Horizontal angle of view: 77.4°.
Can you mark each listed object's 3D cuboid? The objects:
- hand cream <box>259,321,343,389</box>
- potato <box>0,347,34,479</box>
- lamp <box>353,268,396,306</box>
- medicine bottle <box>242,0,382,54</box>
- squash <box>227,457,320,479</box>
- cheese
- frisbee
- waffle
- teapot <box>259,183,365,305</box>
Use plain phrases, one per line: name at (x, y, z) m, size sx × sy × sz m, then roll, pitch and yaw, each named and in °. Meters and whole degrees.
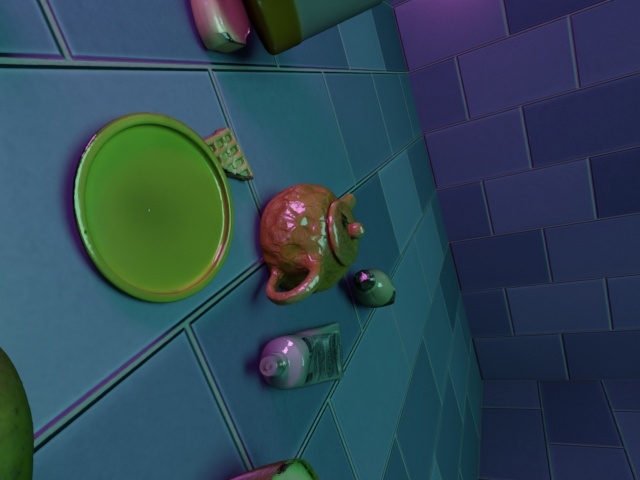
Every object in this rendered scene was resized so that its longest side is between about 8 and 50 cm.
hand cream at (-0.018, 0.216, 0.746) m, size 0.341 × 0.078 × 0.124 m, roll 28°, pitch 55°, yaw -67°
potato at (-0.257, 0.161, 0.236) m, size 0.149 × 0.113 × 0.251 m, roll 5°, pitch 69°, yaw -59°
lamp at (0.141, 0.128, 1.031) m, size 0.250 × 0.101 × 0.101 m, roll 44°, pitch 43°, yaw -61°
medicine bottle at (-0.034, -0.479, 0.678) m, size 0.238 × 0.232 × 0.237 m, roll 154°, pitch -90°, yaw -89°
squash at (-0.069, 0.368, 0.508) m, size 0.170 × 0.123 × 0.170 m, roll 33°, pitch 52°, yaw -54°
cheese at (-0.183, -0.443, 0.660) m, size 0.127 × 0.050 × 0.255 m, roll -35°, pitch 111°, yaw -61°
frisbee at (-0.194, -0.040, 0.503) m, size 0.236 × 0.017 × 0.235 m, roll 8°, pitch 81°, yaw -60°
waffle at (-0.161, -0.113, 0.612) m, size 0.097 × 0.023 × 0.152 m, roll 67°, pitch 28°, yaw -20°
teapot at (0.000, 0.000, 0.727) m, size 0.203 × 0.167 × 0.311 m, roll 65°, pitch 31°, yaw -27°
